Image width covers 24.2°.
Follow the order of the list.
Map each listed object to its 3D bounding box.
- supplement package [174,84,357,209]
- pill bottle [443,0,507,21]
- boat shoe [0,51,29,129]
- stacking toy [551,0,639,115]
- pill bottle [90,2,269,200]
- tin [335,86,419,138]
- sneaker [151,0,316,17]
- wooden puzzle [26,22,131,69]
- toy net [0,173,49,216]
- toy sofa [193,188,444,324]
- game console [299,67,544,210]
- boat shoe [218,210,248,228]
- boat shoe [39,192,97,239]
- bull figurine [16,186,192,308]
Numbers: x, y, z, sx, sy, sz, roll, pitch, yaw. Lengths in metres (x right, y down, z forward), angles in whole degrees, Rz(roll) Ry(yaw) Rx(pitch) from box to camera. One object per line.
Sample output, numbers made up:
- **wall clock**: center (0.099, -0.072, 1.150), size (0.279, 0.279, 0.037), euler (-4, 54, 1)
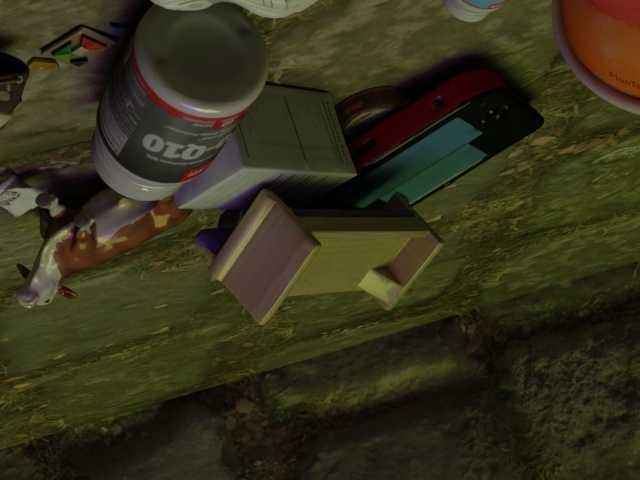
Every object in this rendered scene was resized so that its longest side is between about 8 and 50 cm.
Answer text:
- **supplement package**: center (-0.088, -0.127, 2.074), size (0.134, 0.139, 0.244), euler (-29, 161, 36)
- **pill bottle**: center (0.204, -0.332, 1.815), size (0.087, 0.087, 0.160), euler (-13, 163, -18)
- **boat shoe**: center (-0.422, -0.198, 1.622), size (0.095, 0.095, 0.257), euler (-49, 152, 16)
- **stacking toy**: center (0.380, -0.379, 1.590), size (0.350, 0.351, 0.480), euler (-21, 148, 10)
- **pill bottle**: center (-0.181, -0.164, 1.820), size (0.161, 0.161, 0.283), euler (-10, 162, -26)
- **tin**: center (0.096, -0.187, 2.264), size (0.106, 0.040, 0.189), euler (-31, 159, 26)
- **sneaker**: center (-0.075, -0.304, 1.608), size (0.232, 0.090, 0.115), euler (-8, 156, -25)
- **wooden puzzle**: center (-0.285, -0.226, 1.769), size (0.116, 0.014, 0.078), euler (-29, 161, 31)
- **toy net**: center (-0.492, -0.058, 2.051), size (0.232, 0.045, 0.122), euler (-17, 151, -14)
- **toy sofa**: center (0.000, 0.000, 2.153), size (0.362, 0.177, 0.150), euler (-1, 134, -55)
- **game console**: center (0.150, -0.121, 2.339), size (0.386, 0.060, 0.342), euler (-31, 160, 15)
- **boat shoe**: center (-0.050, -0.037, 2.487), size (0.130, 0.132, 0.355), euler (2, 178, 27)
- **boat shoe**: center (-0.326, -0.041, 2.244), size (0.190, 0.068, 0.072), euler (-14, 147, -19)
- **bull figurine**: center (-0.316, -0.022, 2.149), size (0.310, 0.101, 0.188), euler (-32, 162, -18)
